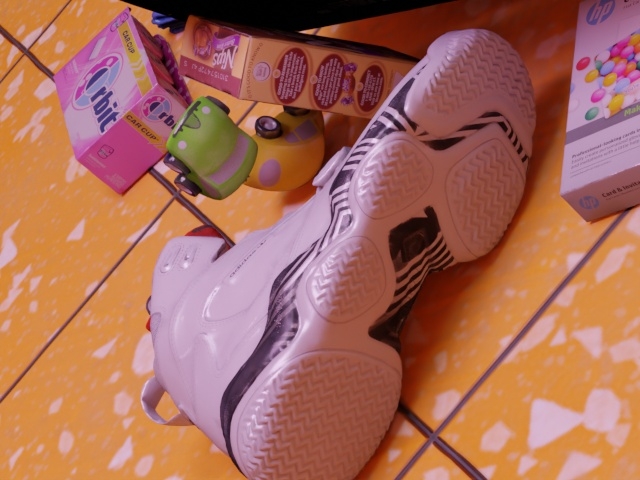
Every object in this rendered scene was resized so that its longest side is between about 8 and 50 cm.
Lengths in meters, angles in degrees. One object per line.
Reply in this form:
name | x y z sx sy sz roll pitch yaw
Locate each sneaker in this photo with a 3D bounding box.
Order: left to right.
sneaker | 0.000 0.000 1.291 0.210 0.137 0.365 12 70 51

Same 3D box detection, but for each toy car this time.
toy car | -0.069 -0.040 1.390 0.053 0.225 0.239 30 78 17

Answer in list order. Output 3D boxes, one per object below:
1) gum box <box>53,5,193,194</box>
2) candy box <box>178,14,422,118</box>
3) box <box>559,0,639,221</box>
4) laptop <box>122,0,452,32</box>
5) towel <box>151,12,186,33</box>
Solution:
gum box | -0.192 -0.141 1.732 0.107 0.062 0.188 -42 34 11
candy box | -0.003 -0.131 1.386 0.109 0.187 0.053 28 110 56
box | 0.239 -0.114 1.219 0.145 0.038 0.186 -21 41 36
laptop | 0.064 -0.305 1.380 0.382 0.408 0.236 -8 82 29
towel | -0.037 -0.364 1.800 0.243 0.040 0.336 -11 48 43
